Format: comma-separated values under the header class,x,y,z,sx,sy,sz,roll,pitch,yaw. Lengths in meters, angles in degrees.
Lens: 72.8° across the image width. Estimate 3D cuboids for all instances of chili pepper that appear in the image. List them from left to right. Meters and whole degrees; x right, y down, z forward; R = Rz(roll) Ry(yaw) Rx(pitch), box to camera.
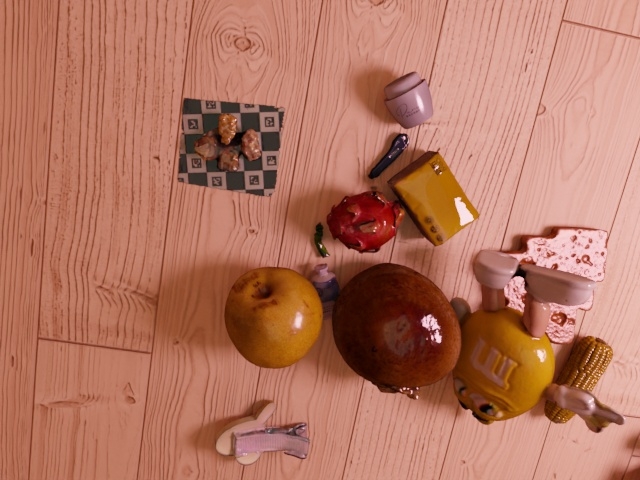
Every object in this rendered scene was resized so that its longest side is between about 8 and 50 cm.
class,x,y,z,sx,sy,sz,roll,pitch,yaw
chili pepper,0.000,0.000,0.961,0.027,0.022,0.083,-5,105,31

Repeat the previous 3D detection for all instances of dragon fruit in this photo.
class,x,y,z,sx,sy,sz,roll,pitch,yaw
dragon fruit,0.098,-0.037,0.908,0.166,0.136,0.133,-16,93,-20

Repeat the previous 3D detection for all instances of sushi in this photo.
class,x,y,z,sx,sy,sz,roll,pitch,yaw
sushi,-0.187,-0.193,0.896,0.210,0.040,0.193,7,101,-5

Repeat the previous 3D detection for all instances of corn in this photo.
class,x,y,z,sx,sy,sz,roll,pitch,yaw
corn,0.618,0.337,1.045,0.080,0.080,0.231,21,101,-8

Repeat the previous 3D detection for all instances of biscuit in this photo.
class,x,y,z,sx,sy,sz,roll,pitch,yaw
biscuit,0.535,0.083,0.999,0.306,0.043,0.284,-41,94,0

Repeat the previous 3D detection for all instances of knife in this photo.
class,x,y,z,sx,sy,sz,roll,pitch,yaw
knife,0.146,-0.180,0.934,0.031,0.018,0.121,40,97,-18

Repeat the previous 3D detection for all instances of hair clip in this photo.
class,x,y,z,sx,sy,sz,roll,pitch,yaw
hair clip,-0.136,0.457,1.020,0.218,0.071,0.159,2,99,-10

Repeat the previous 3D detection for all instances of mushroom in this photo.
class,x,y,z,sx,sy,sz,roll,pitch,yaw
mushroom,0.160,0.203,0.916,0.263,0.195,0.283,-11,109,4

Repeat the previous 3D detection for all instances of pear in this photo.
class,x,y,z,sx,sy,sz,roll,pitch,yaw
pear,-0.094,0.163,0.895,0.209,0.209,0.209,-1,102,-4

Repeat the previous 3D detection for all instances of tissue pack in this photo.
class,x,y,z,sx,sy,sz,roll,pitch,yaw
tissue pack,0.240,-0.090,0.926,0.120,0.082,0.169,-36,102,2

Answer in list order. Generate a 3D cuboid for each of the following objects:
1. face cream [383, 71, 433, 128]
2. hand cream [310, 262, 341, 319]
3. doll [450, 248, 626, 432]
class,x,y,z,sx,sy,sz,roll,pitch,yaw
face cream,0.179,-0.283,0.879,0.091,0.091,0.095,-30,110,2
hand cream,0.013,0.119,0.975,0.084,0.053,0.142,-12,112,-2
doll,0.405,0.218,0.900,0.161,0.348,0.423,-19,94,-35
